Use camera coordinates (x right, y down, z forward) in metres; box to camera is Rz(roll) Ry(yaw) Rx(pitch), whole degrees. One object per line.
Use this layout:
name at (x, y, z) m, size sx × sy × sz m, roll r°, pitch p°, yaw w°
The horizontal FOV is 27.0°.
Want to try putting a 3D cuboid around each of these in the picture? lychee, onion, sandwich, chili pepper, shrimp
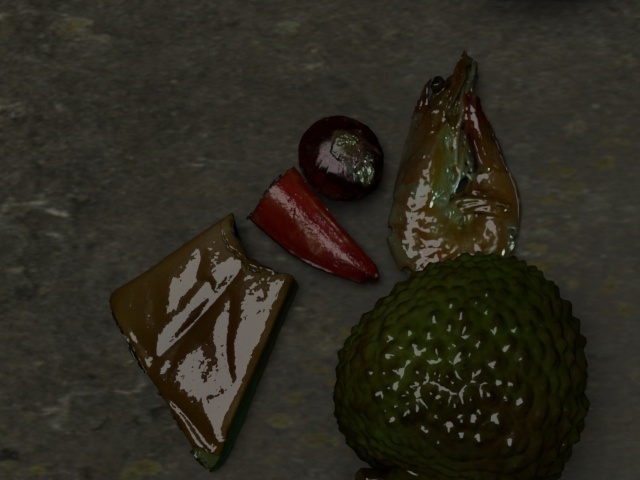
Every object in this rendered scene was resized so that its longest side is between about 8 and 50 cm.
lychee at (0.142, 0.163, 1.406) m, size 0.270 × 0.270 × 0.320 m, roll 41°, pitch 57°, yaw 18°
onion at (0.024, -0.095, 1.572) m, size 0.107 × 0.097 × 0.107 m, roll 14°, pitch 57°, yaw -22°
sandwich at (-0.112, 0.113, 1.575) m, size 0.212 × 0.063 × 0.245 m, roll -34°, pitch 74°, yaw 4°
chili pepper at (0.003, -0.004, 1.573) m, size 0.169 × 0.065 × 0.088 m, roll 40°, pitch 122°, yaw 11°
shrimp at (0.161, -0.081, 1.553) m, size 0.154 × 0.062 × 0.294 m, roll 5°, pitch 82°, yaw 2°
